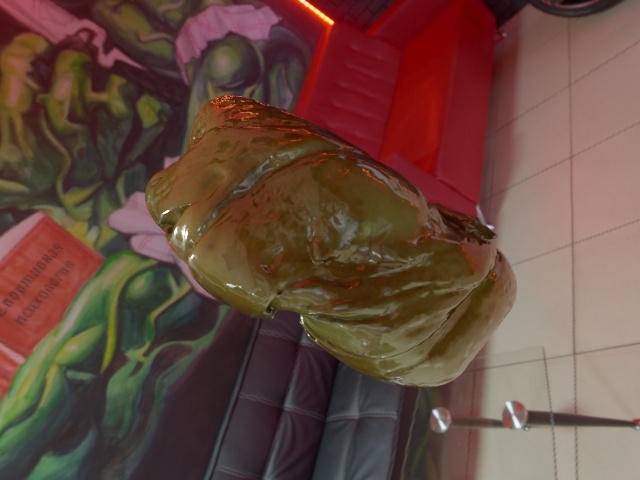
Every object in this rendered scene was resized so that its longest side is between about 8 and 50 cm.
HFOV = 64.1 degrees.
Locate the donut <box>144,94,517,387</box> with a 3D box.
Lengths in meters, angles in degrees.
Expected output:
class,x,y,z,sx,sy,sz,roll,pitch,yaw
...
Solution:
class,x,y,z,sx,sy,sz,roll,pitch,yaw
donut,0.000,0.000,0.496,0.170,0.360,0.360,-59,21,2
